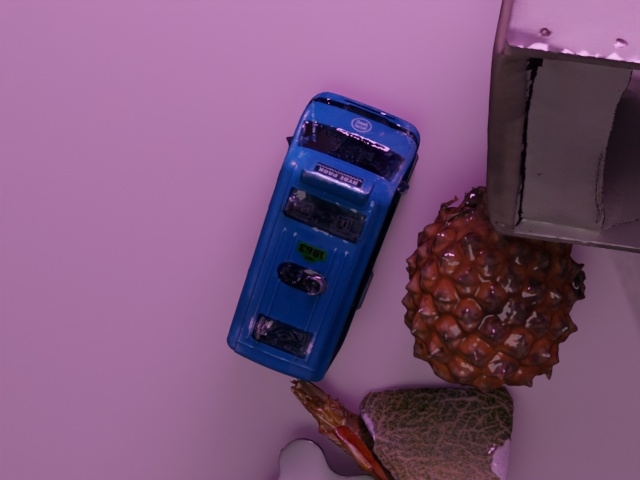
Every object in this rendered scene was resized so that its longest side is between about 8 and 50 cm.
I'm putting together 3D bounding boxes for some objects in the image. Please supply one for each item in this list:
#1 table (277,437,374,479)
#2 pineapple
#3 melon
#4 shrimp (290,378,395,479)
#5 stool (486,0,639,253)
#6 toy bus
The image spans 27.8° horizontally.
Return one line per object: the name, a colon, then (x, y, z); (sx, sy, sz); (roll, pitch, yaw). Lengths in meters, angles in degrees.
table: (0.016, 0.316, 1.340); (0.198, 0.166, 0.166); (29, 124, 3)
pineapple: (0.153, 0.030, 1.131); (0.166, 0.166, 0.193); (8, 122, 12)
melon: (0.139, 0.198, 1.288); (0.202, 0.093, 0.139); (44, 97, 22)
shrimp: (0.027, 0.203, 1.306); (0.045, 0.095, 0.162); (-42, 103, 18)
stool: (0.265, -0.115, 0.944); (0.270, 0.170, 0.243); (10, 152, 11)
toy bus: (0.000, 0.000, 1.169); (0.113, 0.134, 0.246); (22, 125, 3)
